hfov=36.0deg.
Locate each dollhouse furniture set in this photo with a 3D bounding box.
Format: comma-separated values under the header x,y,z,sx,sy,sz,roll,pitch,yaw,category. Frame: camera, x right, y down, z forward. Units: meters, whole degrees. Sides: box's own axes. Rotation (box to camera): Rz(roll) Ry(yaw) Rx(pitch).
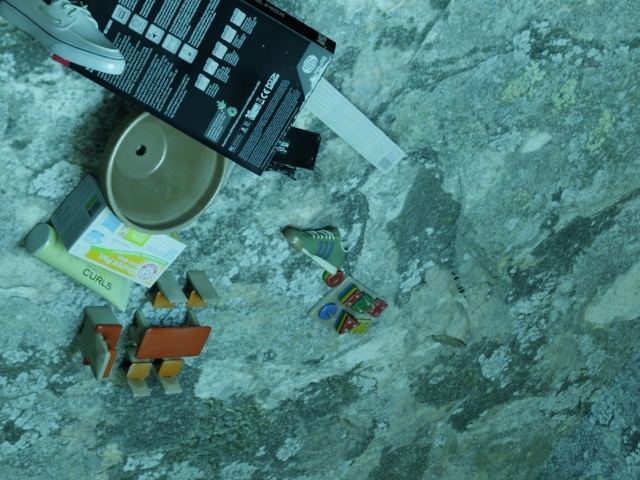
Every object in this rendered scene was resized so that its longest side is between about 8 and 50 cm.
x,y,z,sx,sy,sz,roll,pitch,yaw,category
-0.339,0.203,1.955,0.259,0.135,0.262,2,126,-37,dollhouse furniture set

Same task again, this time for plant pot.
x,y,z,sx,sy,sz,roll,pitch,yaw,category
-0.283,-0.137,1.679,0.237,0.110,0.237,-21,125,-33,plant pot

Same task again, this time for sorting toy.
x,y,z,sx,sy,sz,roll,pitch,yaw,category
0.064,0.162,2.283,0.132,0.046,0.274,-44,140,8,sorting toy

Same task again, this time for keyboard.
x,y,z,sx,sy,sz,roll,pitch,yaw,category
-0.088,-0.175,1.877,0.192,0.038,0.100,10,97,-40,keyboard

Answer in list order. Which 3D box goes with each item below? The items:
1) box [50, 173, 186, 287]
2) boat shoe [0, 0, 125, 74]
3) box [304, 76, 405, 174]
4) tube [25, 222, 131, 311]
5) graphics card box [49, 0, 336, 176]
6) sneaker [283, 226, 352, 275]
x,y,z,sx,sy,sz,roll,pitch,yaw,category
-0.359,-0.014,1.762,0.114,0.103,0.203,-48,139,11,box
-0.366,-0.312,1.396,0.083,0.226,0.075,-22,138,-65,boat shoe
0.053,-0.230,1.894,0.067,0.063,0.324,-47,139,9,box
-0.427,0.044,1.795,0.070,0.062,0.240,-49,138,2,tube
-0.189,-0.289,1.492,0.371,0.094,0.232,29,111,-7,graphics card box
0.000,0.000,2.077,0.086,0.064,0.192,-50,139,2,sneaker
